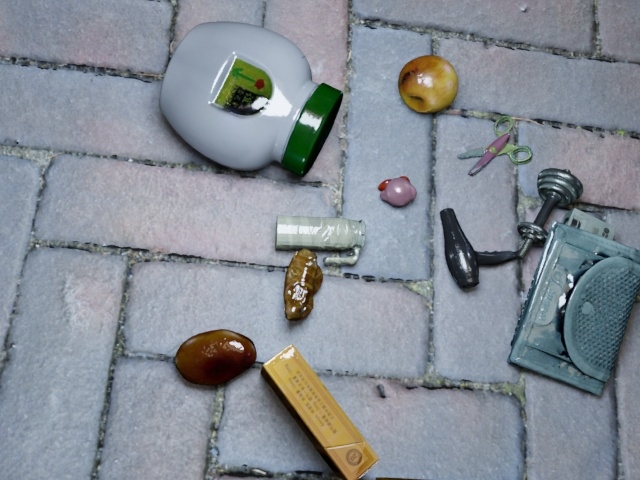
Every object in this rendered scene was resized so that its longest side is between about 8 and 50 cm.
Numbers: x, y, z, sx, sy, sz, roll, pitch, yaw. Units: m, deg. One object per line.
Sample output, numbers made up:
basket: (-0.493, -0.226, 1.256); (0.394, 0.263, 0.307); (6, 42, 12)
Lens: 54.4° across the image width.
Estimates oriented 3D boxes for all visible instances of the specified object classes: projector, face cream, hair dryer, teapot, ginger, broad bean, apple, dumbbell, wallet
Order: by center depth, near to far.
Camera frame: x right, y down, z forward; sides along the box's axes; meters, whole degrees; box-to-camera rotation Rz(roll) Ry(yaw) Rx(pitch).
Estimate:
broad bean: (-0.217, 0.241, 1.289); (0.165, 0.084, 0.114); (-20, 83, -6)
ginger: (-0.046, 0.106, 1.345); (0.074, 0.103, 0.162); (8, 65, 18)
face cream: (-0.151, -0.308, 1.376); (0.357, 0.219, 0.312); (26, 89, 2)
wallet: (0.580, 0.151, 1.387); (0.237, 0.075, 0.341); (21, 87, -4)
teapot: (0.000, 0.000, 1.390); (0.201, 0.077, 0.107); (1, 78, -7)
hair dryer: (0.388, 0.014, 1.455); (0.219, 0.075, 0.195); (-2, 65, -19)
dumbbell: (0.526, -0.062, 1.463); (0.110, 0.110, 0.254); (32, 76, 2)
projector: (0.615, 0.014, 1.474); (0.115, 0.061, 0.147); (26, 72, -1)
apple: (0.254, -0.374, 1.496); (0.147, 0.146, 0.146); (2, 74, -7)

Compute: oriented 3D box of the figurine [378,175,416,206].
figurine: (0.180, -0.113, 1.451); (0.083, 0.067, 0.071); (-19, 56, 4)

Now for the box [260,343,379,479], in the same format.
box: (-0.010, 0.343, 1.238); (0.076, 0.174, 0.274); (-36, 81, -14)

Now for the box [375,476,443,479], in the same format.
box: (0.314, 0.617, 1.234); (0.416, 0.115, 0.264); (7, 72, -5)

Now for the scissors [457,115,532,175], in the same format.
scissors: (0.427, -0.223, 1.539); (0.187, 0.020, 0.133); (-27, 83, -15)
